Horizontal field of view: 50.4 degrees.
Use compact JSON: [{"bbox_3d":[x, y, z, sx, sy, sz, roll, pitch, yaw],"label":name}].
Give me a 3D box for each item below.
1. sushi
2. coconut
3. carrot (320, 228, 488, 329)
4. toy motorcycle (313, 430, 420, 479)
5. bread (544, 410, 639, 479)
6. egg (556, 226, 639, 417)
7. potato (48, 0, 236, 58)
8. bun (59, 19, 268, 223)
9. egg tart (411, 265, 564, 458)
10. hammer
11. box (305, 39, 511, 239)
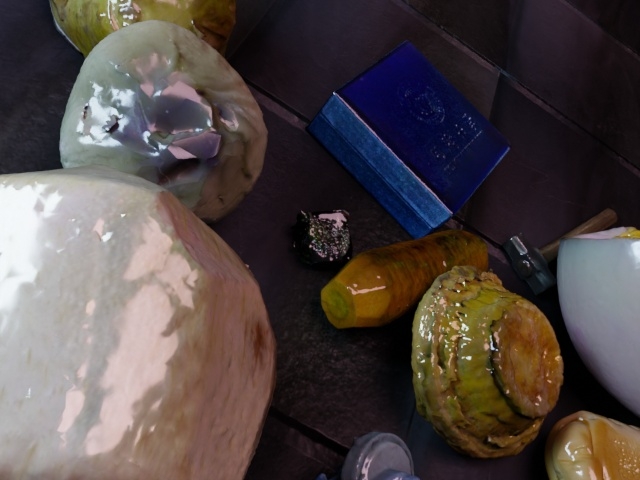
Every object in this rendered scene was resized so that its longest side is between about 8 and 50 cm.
[{"bbox_3d":[0.000,0.000,1.016,0.085,0.056,0.083,2,68,-32],"label":"sushi"},{"bbox_3d":[-0.210,0.108,0.603,0.345,0.416,0.415,31,46,-39],"label":"coconut"},{"bbox_3d":[0.131,0.052,1.022,0.302,0.114,0.114,-18,72,-41],"label":"carrot"},{"bbox_3d":[0.043,0.369,0.719,0.241,0.182,0.319,51,48,6],"label":"toy motorcycle"},{"bbox_3d":[0.466,0.363,1.020,0.311,0.121,0.172,23,48,-17],"label":"bread"},{"bbox_3d":[0.576,0.145,1.103,0.355,0.355,0.339,-5,91,-34],"label":"egg"},{"bbox_3d":[-0.253,-0.366,1.004,0.299,0.196,0.246,50,48,8],"label":"potato"},{"bbox_3d":[-0.189,-0.140,0.872,0.273,0.168,0.272,0,91,-27],"label":"bun"},{"bbox_3d":[0.255,0.173,0.969,0.294,0.123,0.293,10,75,-40],"label":"egg tart"},{"bbox_3d":[0.486,-0.003,1.326,0.366,0.043,0.111,-22,73,-41],"label":"hammer"},{"bbox_3d":[0.163,-0.181,1.193,0.279,0.116,0.261,46,48,0],"label":"box"}]
